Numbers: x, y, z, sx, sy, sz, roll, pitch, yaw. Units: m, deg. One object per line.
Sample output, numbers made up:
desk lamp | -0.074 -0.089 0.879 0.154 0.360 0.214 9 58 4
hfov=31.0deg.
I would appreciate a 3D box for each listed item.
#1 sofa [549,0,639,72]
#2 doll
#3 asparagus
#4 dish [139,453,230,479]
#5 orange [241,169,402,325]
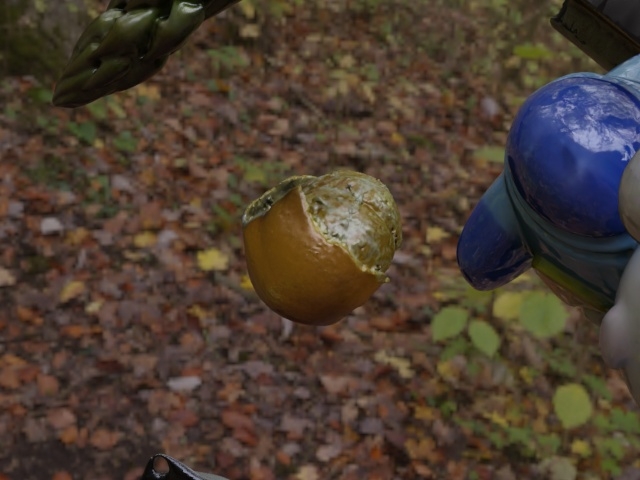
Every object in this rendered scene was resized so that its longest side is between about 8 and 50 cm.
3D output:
sofa | 0.337 -0.233 0.962 0.200 0.258 0.182 46 17 27
doll | 0.194 0.026 0.632 0.187 0.376 0.365 -18 31 -5
asparagus | -0.124 -0.198 0.966 0.287 0.080 0.080 -37 13 21
dish | -0.164 0.421 1.542 0.303 0.303 0.120 6 11 11
orange | 0.000 0.000 1.015 0.134 0.156 0.156 36 19 -13
